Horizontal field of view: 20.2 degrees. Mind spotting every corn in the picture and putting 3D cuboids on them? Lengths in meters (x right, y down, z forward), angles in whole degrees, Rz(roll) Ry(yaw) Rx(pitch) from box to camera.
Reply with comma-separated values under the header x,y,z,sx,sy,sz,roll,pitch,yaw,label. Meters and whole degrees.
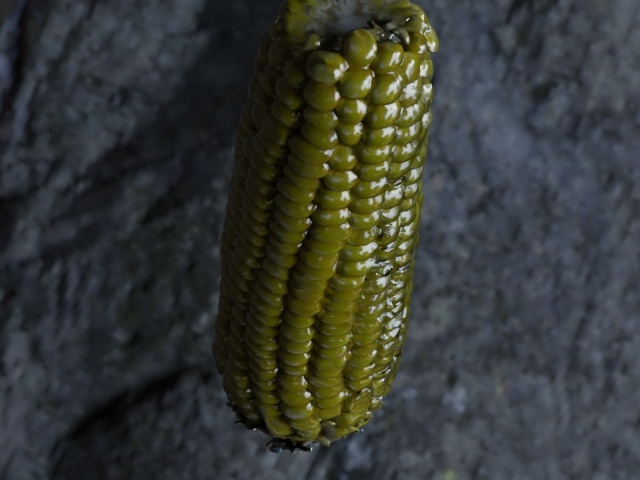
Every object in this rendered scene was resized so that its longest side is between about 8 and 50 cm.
x,y,z,sx,sy,sz,roll,pitch,yaw,label
0.000,0.000,0.925,0.115,0.115,0.318,-50,158,-36,corn
